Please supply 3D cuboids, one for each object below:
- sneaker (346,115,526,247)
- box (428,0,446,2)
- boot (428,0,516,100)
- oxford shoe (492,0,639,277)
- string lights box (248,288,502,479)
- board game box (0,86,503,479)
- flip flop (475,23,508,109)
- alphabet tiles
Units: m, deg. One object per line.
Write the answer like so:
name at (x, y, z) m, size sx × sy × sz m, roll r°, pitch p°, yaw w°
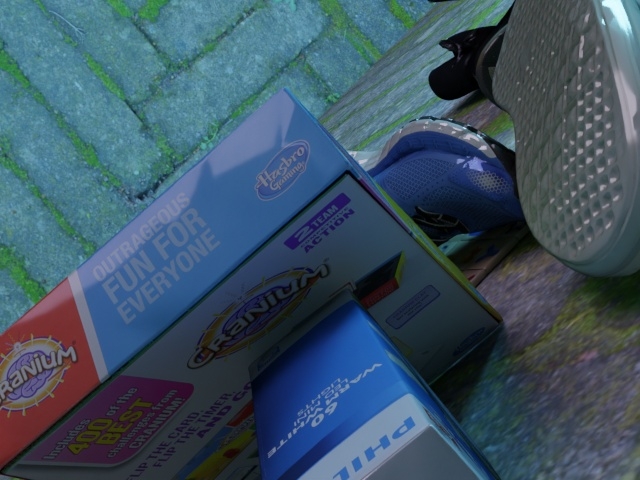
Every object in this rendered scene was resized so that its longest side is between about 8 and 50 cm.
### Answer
sneaker at (0.071, -0.008, 1.041) m, size 0.330 × 0.130 × 0.147 m, roll -13°, pitch 55°, yaw 55°
box at (0.338, -0.455, 1.587) m, size 0.395 × 0.097 × 0.318 m, roll -17°, pitch -16°, yaw -47°
boot at (0.265, -0.299, 1.635) m, size 0.246 × 0.094 × 0.207 m, roll -49°, pitch 14°, yaw -8°
oxford shoe at (0.212, -0.102, 0.855) m, size 0.449 × 0.130 × 0.169 m, roll -80°, pitch 7°, yaw -68°
string lights box at (0.038, 0.116, 0.538) m, size 0.077 × 0.133 × 0.260 m, roll -39°, pitch 10°, yaw 1°
board game box at (-0.033, 0.066, 0.731) m, size 0.242 × 0.064 × 0.316 m, roll -40°, pitch -28°, yaw 5°
flip flop at (0.259, -0.213, 1.222) m, size 0.277 × 0.112 × 0.080 m, roll -42°, pitch 13°, yaw -28°
alphabet tiles at (0.134, 0.002, 1.062) m, size 0.237 × 0.009 × 0.198 m, roll -44°, pitch 9°, yaw -13°
